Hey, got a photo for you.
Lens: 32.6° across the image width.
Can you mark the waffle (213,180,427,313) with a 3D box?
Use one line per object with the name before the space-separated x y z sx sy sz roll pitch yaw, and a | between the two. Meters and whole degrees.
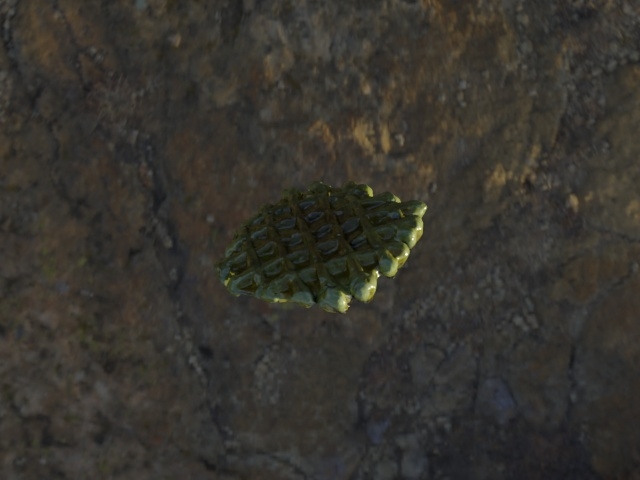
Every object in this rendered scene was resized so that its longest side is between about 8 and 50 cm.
waffle | 0.000 0.000 0.999 0.183 0.169 0.036 9 133 30
